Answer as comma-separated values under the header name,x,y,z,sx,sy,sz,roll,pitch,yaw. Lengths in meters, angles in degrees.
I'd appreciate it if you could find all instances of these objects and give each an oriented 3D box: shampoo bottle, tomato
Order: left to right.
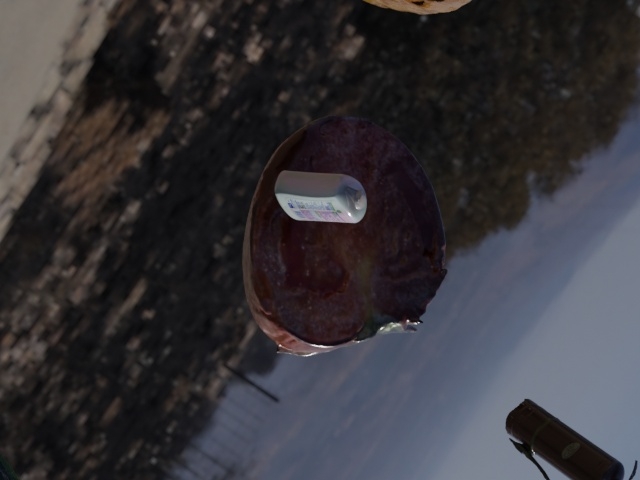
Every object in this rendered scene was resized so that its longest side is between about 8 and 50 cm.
name,x,y,z,sx,sy,sz,roll,pitch,yaw
tomato,-0.002,0.005,1.721,0.170,0.309,0.309,-25,-158,54
shampoo bottle,0.006,-0.049,1.544,0.072,0.099,0.043,49,52,-50

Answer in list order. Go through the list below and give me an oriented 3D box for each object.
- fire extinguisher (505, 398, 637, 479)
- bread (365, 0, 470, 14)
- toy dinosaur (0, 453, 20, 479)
name,x,y,z,sx,sy,sz,roll,pitch,yaw
fire extinguisher,0.247,0.219,1.350,0.078,0.157,0.045,-56,140,0
bread,0.065,-0.409,1.470,0.204,0.337,0.358,-68,-169,-19
toy dinosaur,-0.314,0.144,1.142,0.500,0.374,0.144,-23,-173,43
